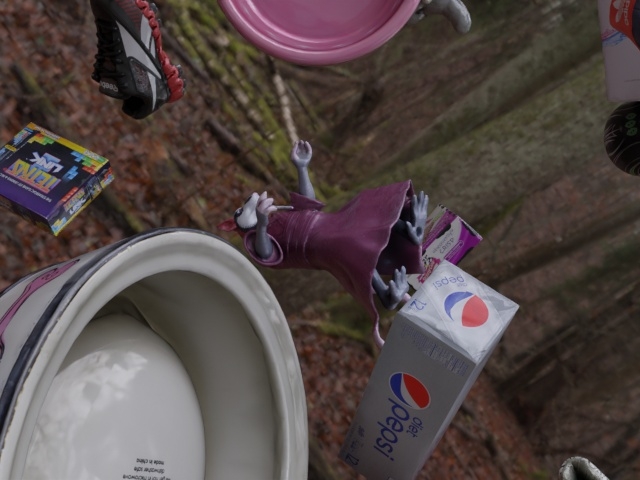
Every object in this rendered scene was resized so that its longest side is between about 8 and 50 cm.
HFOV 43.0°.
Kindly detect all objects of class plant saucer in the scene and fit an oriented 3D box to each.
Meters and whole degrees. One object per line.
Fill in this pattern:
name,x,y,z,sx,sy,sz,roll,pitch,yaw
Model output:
plant saucer,-0.002,-0.424,1.212,0.332,0.332,0.084,57,3,-2

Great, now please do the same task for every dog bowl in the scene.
dog bowl,-0.166,0.195,0.672,0.408,0.150,0.408,10,79,-64

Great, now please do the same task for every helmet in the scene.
helmet,0.631,-0.200,1.566,0.169,0.169,0.161,57,-30,-6

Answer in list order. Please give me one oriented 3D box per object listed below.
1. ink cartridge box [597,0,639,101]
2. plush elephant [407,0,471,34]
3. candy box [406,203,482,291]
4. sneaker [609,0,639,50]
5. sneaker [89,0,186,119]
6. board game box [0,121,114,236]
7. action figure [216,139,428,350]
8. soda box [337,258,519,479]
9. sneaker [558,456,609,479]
ink cartridge box,0.592,-0.403,1.461,0.201,0.117,0.278,-26,110,-46
plush elephant,0.209,-0.499,1.492,0.330,0.256,0.272,22,30,17
candy box,0.221,0.016,1.600,0.071,0.159,0.233,42,5,-4
sneaker,0.468,-0.239,0.898,0.350,0.131,0.148,4,20,-31
sneaker,-0.317,-0.307,1.313,0.097,0.135,0.276,25,-29,31
board game box,-0.436,-0.099,1.272,0.170,0.141,0.048,25,-34,20
action figure,0.000,0.000,1.346,0.248,0.370,0.276,-46,130,-46
soda box,0.106,0.158,0.868,0.091,0.098,0.286,33,-42,16
sneaker,0.373,0.429,0.963,0.182,0.158,0.410,58,5,-35
